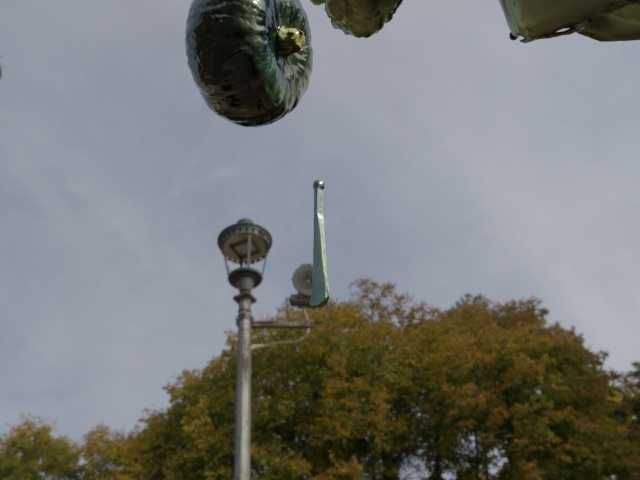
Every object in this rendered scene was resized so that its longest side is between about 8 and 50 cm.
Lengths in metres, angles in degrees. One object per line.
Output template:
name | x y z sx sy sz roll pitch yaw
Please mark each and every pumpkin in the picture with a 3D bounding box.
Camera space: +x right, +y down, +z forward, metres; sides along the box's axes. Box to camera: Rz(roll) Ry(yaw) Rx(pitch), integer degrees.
pumpkin | -0.090 -0.263 0.729 0.152 0.211 0.211 6 -42 14

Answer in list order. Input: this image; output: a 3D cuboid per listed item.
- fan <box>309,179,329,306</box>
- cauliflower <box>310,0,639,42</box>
fan | 0.000 0.000 0.762 0.016 0.193 0.038 14 -25 -33
cauliflower | 0.073 -0.247 0.331 0.261 0.280 0.327 -7 -12 25
